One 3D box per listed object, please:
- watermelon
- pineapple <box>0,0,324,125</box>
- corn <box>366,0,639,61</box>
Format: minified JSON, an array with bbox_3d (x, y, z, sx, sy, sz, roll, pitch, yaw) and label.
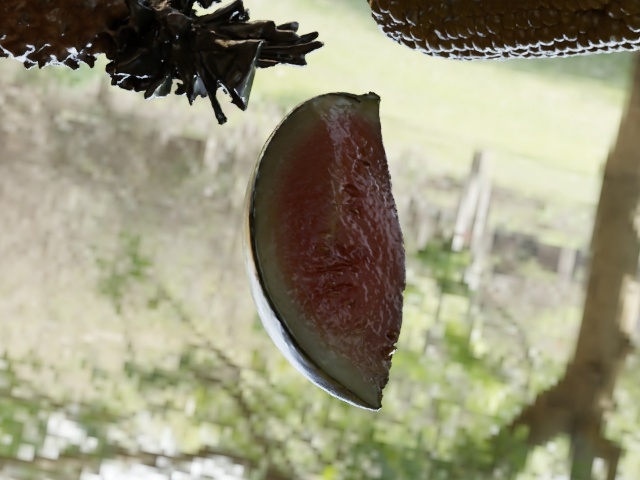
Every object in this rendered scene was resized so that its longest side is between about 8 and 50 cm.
[{"bbox_3d":[0.003,-0.002,1.354,0.119,0.245,0.063,4,154,-9],"label":"watermelon"},{"bbox_3d":[-0.169,-0.196,1.675,0.340,0.169,0.169,21,179,-1],"label":"pineapple"},{"bbox_3d":[0.180,-0.201,1.506,0.321,0.119,0.119,0,172,37],"label":"corn"}]
